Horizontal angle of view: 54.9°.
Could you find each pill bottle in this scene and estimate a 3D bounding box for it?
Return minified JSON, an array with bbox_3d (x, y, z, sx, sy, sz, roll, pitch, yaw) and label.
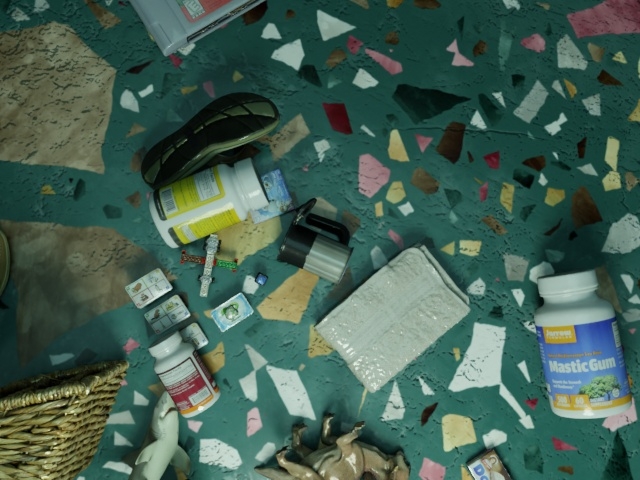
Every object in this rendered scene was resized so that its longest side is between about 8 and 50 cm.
[{"bbox_3d":[0.510,0.199,1.218,0.152,0.152,0.272,-10,87,-5],"label":"pill bottle"},{"bbox_3d":[-0.262,0.252,1.174,0.086,0.086,0.152,-29,97,-6],"label":"pill bottle"},{"bbox_3d":[-0.212,-0.076,1.187,0.208,0.119,0.119,-21,88,1],"label":"pill bottle"}]

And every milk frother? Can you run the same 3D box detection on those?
[{"bbox_3d":[0.000,0.000,1.196,0.134,0.143,0.129,22,77,-1],"label":"milk frother"}]

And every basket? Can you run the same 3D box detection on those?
[{"bbox_3d":[-0.492,0.288,1.057,0.213,0.299,0.223,21,87,-1],"label":"basket"}]

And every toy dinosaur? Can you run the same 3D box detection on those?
[{"bbox_3d":[0.025,0.452,1.180,0.295,0.127,0.200,-20,94,0],"label":"toy dinosaur"}]

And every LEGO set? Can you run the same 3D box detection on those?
[{"bbox_3d":[-0.233,0.100,1.231,0.244,0.060,0.182,-33,100,-4],"label":"LEGO set"}]

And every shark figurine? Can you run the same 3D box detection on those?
[{"bbox_3d":[-0.355,0.431,1.144,0.278,0.116,0.166,-52,132,-43],"label":"shark figurine"}]

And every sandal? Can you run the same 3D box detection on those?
[{"bbox_3d":[-0.217,-0.193,1.226,0.302,0.086,0.120,-27,62,11],"label":"sandal"}]

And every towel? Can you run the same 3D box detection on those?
[{"bbox_3d":[0.151,0.153,1.245,0.282,0.049,0.187,-40,89,-6],"label":"towel"}]

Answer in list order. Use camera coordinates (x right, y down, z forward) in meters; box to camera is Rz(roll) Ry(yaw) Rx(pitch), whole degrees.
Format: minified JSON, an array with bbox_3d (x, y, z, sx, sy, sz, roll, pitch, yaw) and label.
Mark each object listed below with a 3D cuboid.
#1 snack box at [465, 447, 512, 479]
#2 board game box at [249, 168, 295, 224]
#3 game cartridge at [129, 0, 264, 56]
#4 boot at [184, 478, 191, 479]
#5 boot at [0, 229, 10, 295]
[{"bbox_3d":[0.368,0.515,1.248,0.064,0.022,0.178,-31,89,-5],"label":"snack box"},{"bbox_3d":[-0.109,-0.089,1.255,0.090,0.020,0.090,-22,88,-5],"label":"board game box"},{"bbox_3d":[-0.246,-0.533,1.263,0.294,0.060,0.196,-33,85,-6],"label":"game cartridge"},{"bbox_3d":[-0.305,0.560,1.066,0.094,0.207,0.247,25,110,34],"label":"boot"},{"bbox_3d":[-0.660,0.094,1.103,0.095,0.203,0.262,18,86,-4],"label":"boot"}]
